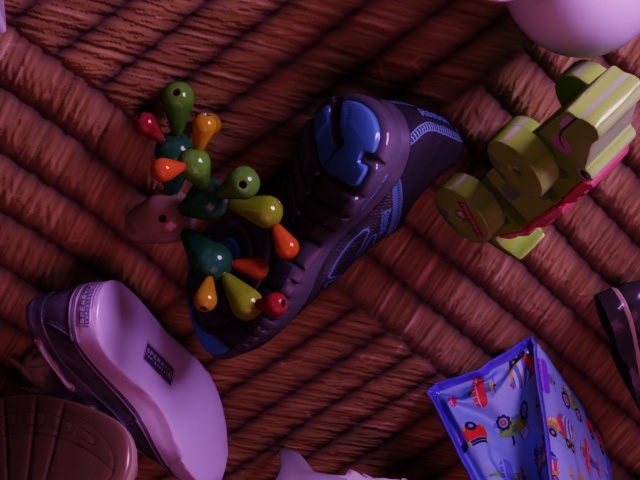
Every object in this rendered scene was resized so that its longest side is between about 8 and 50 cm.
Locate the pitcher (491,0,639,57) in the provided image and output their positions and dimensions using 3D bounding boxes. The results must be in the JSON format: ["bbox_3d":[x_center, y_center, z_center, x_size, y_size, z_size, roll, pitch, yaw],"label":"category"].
[{"bbox_3d":[0.217,-0.238,1.331,0.178,0.125,0.207,-43,156,14],"label":"pitcher"}]

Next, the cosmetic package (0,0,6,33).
[{"bbox_3d":[-0.280,-0.218,1.288,0.041,0.060,0.115,-14,134,-2],"label":"cosmetic package"}]

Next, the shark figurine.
[{"bbox_3d":[0.068,0.311,1.813,0.278,0.116,0.166,21,166,-37],"label":"shark figurine"}]

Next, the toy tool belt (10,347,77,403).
[{"bbox_3d":[-0.271,0.142,1.655,0.051,0.052,0.083,-1,140,31],"label":"toy tool belt"}]

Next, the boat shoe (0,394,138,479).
[{"bbox_3d":[-0.315,0.229,1.641,0.341,0.122,0.110,-5,154,26],"label":"boat shoe"}]

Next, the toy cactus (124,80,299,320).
[{"bbox_3d":[-0.117,-0.023,1.464,0.180,0.112,0.219,-18,103,50],"label":"toy cactus"}]

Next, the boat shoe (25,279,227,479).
[{"bbox_3d":[-0.189,0.149,1.639,0.102,0.108,0.301,-6,142,25],"label":"boat shoe"}]

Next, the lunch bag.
[{"bbox_3d":[0.249,0.291,1.758,0.138,0.293,0.221,-28,134,12],"label":"lunch bag"}]

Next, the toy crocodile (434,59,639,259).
[{"bbox_3d":[0.197,-0.062,1.454,0.115,0.105,0.340,-43,179,-23],"label":"toy crocodile"}]

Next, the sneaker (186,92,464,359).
[{"bbox_3d":[0.000,0.000,1.531,0.139,0.125,0.341,-1,147,-44],"label":"sneaker"}]

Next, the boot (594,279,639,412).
[{"bbox_3d":[0.382,0.107,1.777,0.137,0.077,0.198,-24,136,1],"label":"boot"}]
